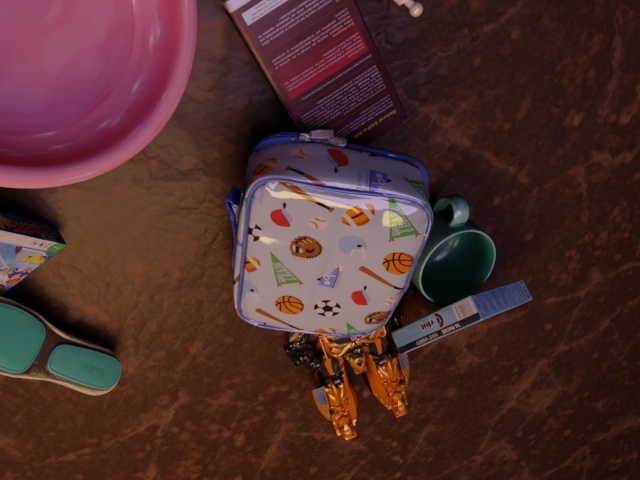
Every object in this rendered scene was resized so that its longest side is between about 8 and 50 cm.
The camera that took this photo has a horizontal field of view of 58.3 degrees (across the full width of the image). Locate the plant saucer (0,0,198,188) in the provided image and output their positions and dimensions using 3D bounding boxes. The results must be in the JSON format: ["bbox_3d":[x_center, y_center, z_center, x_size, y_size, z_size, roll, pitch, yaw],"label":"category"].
[{"bbox_3d":[-0.267,-0.214,0.503,0.332,0.084,0.332,-16,112,-44],"label":"plant saucer"}]

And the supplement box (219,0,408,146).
[{"bbox_3d":[-0.003,-0.214,0.682,0.130,0.073,0.239,-32,126,1],"label":"supplement box"}]

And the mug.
[{"bbox_3d":[0.195,0.007,0.884,0.129,0.097,0.158,22,110,-31],"label":"mug"}]

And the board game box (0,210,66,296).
[{"bbox_3d":[-0.393,0.019,0.620,0.136,0.035,0.201,-37,167,4],"label":"board game box"}]

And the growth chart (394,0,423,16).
[{"bbox_3d":[0.114,-0.381,0.607,0.172,0.021,0.237,32,116,-5],"label":"growth chart"}]

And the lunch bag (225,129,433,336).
[{"bbox_3d":[0.000,0.000,0.736,0.243,0.115,0.303,9,135,-5],"label":"lunch bag"}]

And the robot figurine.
[{"bbox_3d":[0.059,0.196,0.955,0.211,0.085,0.291,-22,126,-9],"label":"robot figurine"}]

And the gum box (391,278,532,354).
[{"bbox_3d":[0.227,0.120,0.915,0.184,0.041,0.157,-6,158,-47],"label":"gum box"}]

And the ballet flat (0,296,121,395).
[{"bbox_3d":[-0.374,0.140,0.746,0.086,0.086,0.248,-39,133,5],"label":"ballet flat"}]
